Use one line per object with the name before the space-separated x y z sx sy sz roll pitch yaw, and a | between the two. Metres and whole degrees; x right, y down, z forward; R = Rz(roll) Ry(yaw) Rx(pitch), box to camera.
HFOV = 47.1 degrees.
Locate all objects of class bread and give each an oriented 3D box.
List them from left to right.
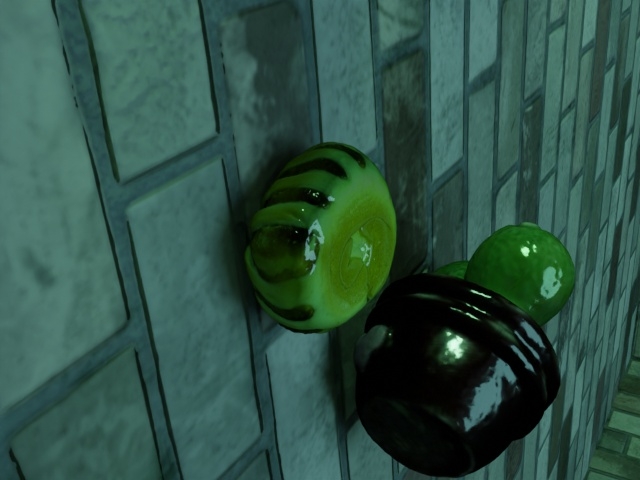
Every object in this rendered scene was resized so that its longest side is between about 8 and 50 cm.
bread | 0.000 0.000 0.506 0.139 0.071 0.130 -54 145 -39

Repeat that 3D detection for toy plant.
toy plant | 0.133 0.090 0.670 0.235 0.175 0.218 -51 178 -33
